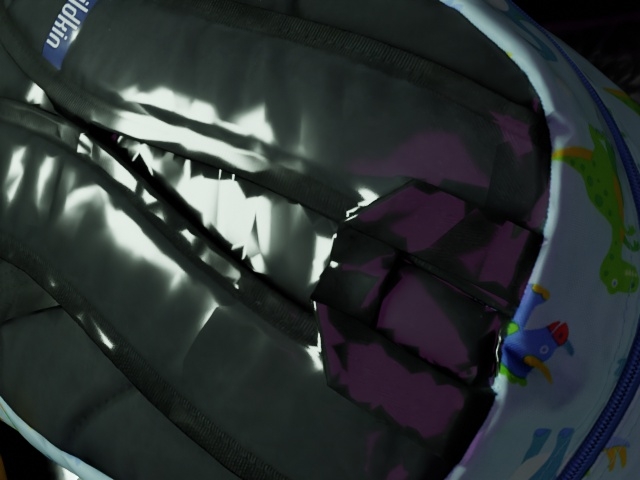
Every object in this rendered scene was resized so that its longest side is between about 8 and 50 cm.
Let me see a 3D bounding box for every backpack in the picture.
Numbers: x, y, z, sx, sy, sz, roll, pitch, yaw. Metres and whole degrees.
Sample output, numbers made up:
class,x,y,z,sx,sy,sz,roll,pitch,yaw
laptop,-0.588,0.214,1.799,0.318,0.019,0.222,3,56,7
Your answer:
class,x,y,z,sx,sy,sz,roll,pitch,yaw
backpack,0.000,0.000,0.708,0.355,0.273,0.290,24,86,58

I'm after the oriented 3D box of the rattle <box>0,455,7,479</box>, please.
class,x,y,z,sx,sy,sz,roll,pitch,yaw
rattle,-0.257,0.074,0.862,0.130,0.199,0.143,-11,69,31
